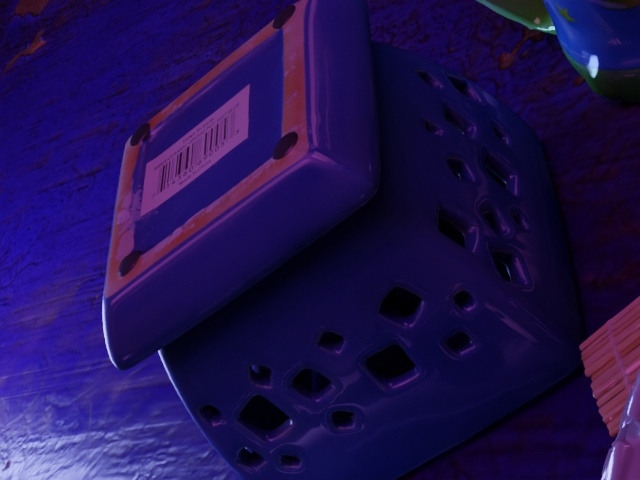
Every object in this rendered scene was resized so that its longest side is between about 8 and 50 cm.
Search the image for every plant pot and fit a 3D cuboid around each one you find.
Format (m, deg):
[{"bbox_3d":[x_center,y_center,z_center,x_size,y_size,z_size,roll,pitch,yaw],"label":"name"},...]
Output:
[{"bbox_3d":[0.000,0.000,0.937,0.236,0.212,0.236,-35,33,26],"label":"plant pot"}]

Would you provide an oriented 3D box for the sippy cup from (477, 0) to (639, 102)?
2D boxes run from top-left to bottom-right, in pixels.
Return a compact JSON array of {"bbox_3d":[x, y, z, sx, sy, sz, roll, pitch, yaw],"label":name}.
[{"bbox_3d":[0.191,-0.243,0.938,0.305,0.224,0.240,-40,30,19],"label":"sippy cup"}]

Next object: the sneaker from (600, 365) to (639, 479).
[{"bbox_3d":[0.184,0.156,0.583,0.124,0.180,0.321,-42,-32,-67],"label":"sneaker"}]

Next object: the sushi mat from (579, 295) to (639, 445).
[{"bbox_3d":[0.256,0.000,0.702,0.316,0.019,0.151,-44,31,21],"label":"sushi mat"}]
